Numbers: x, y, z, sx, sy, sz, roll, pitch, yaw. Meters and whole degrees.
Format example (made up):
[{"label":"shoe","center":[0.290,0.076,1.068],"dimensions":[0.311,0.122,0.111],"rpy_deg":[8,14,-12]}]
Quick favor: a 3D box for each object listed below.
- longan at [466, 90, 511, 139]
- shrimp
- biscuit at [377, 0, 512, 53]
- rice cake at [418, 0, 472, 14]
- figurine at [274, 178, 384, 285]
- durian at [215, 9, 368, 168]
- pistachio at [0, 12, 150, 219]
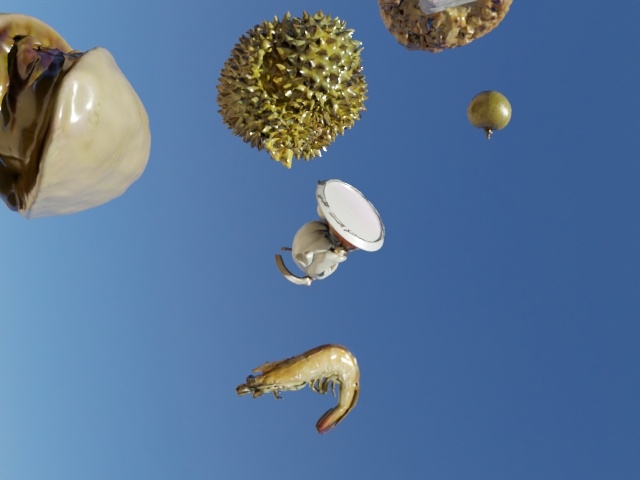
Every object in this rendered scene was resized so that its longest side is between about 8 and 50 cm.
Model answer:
[{"label":"longan","center":[0.290,-0.216,1.168],"dimensions":[0.075,0.075,0.083],"rpy_deg":[15,-77,47]},{"label":"shrimp","center":[-0.025,0.212,0.925],"dimensions":[0.034,0.178,0.124],"rpy_deg":[10,-66,64]},{"label":"biscuit","center":[0.306,-0.597,1.667],"dimensions":[0.334,0.289,0.081],"rpy_deg":[-19,-139,25]},{"label":"rice cake","center":[0.369,-0.575,1.517],"dimensions":[0.298,0.106,0.050],"rpy_deg":[-15,-87,5]},{"label":"figurine","center":[0.000,0.000,1.003],"dimensions":[0.154,0.132,0.132],"rpy_deg":[-43,-117,30]},{"label":"durian","center":[-0.053,-0.264,1.162],"dimensions":[0.258,0.293,0.258],"rpy_deg":[36,-28,22]},{"label":"pistachio","center":[-0.186,-0.078,0.463],"dimensions":[0.206,0.130,0.131],"rpy_deg":[175,-70,-82]}]
